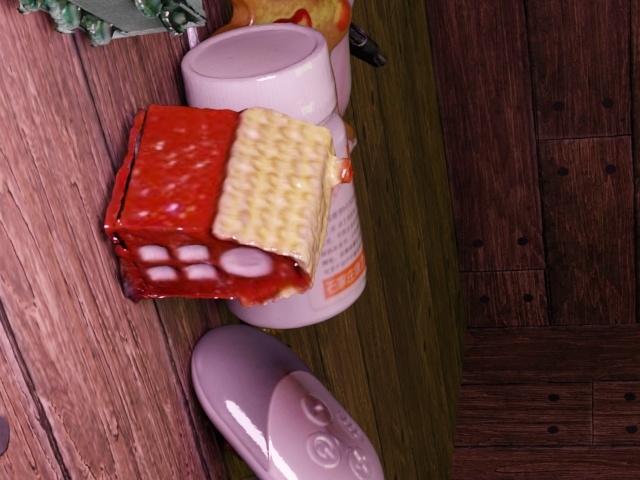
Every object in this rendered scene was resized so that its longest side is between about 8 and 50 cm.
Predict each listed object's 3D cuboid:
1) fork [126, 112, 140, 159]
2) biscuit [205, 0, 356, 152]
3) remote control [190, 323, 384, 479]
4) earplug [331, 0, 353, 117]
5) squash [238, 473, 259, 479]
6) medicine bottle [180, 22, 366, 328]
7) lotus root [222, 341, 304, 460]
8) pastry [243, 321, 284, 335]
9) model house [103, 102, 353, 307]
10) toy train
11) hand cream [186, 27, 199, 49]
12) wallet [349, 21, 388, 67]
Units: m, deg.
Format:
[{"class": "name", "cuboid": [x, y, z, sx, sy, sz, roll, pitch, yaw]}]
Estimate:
[{"class": "fork", "cuboid": [-0.214, -0.093, 1.487, 0.016, 0.012, 0.115, -40, 127, -70]}, {"class": "biscuit", "cuboid": [-0.050, -0.261, 1.814, 0.283, 0.064, 0.432, -29, 128, -37]}, {"class": "remote control", "cuboid": [-0.041, 0.245, 1.674, 0.332, 0.103, 0.221, 47, 24, 8]}, {"class": "earplug", "cuboid": [-0.017, -0.286, 2.077, 0.301, 0.172, 0.172, 79, 14, -53]}, {"class": "squash", "cuboid": [-0.074, 0.458, 1.780, 0.169, 0.093, 0.252, -15, 106, -31]}, {"class": "medicine bottle", "cuboid": [-0.060, -0.085, 1.709, 0.211, 0.211, 0.371, -71, 156, -58]}, {"class": "lotus root", "cuboid": [-0.076, 0.226, 1.829, 0.110, 0.097, 0.258, 49, 28, -17]}, {"class": "pastry", "cuboid": [-0.084, 0.098, 1.921, 0.097, 0.057, 0.109, 63, 25, -49]}, {"class": "model house", "cuboid": [-0.095, -0.039, 1.438, 0.160, 0.254, 0.196, 72, 22, -52]}, {"class": "toy train", "cuboid": [-0.217, -0.299, 1.256, 0.330, 0.138, 0.178, 9, 75, -78]}, {"class": "hand cream", "cuboid": [-0.172, -0.270, 1.706, 0.030, 0.019, 0.093, -34, 114, -73]}, {"class": "wallet", "cuboid": [0.021, -0.382, 2.251, 0.045, 0.172, 0.318, -58, 164, 4]}]
